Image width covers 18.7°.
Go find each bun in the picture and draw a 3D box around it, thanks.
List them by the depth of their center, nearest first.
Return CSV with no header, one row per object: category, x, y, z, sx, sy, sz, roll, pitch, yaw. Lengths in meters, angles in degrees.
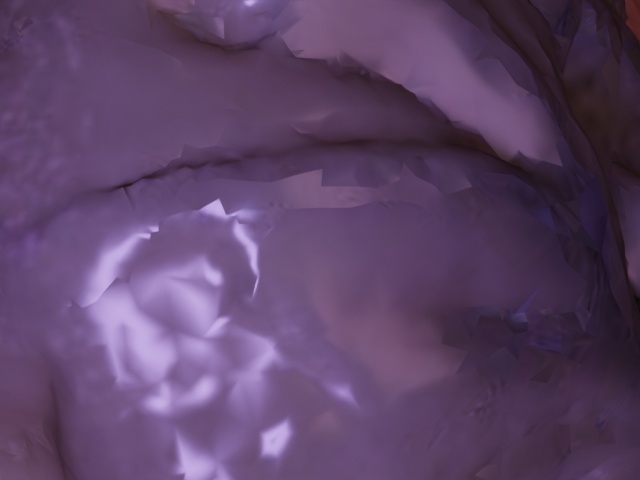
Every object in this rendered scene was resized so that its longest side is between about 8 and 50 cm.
bun,0.000,0.000,0.565,0.360,0.211,0.359,26,56,-48
